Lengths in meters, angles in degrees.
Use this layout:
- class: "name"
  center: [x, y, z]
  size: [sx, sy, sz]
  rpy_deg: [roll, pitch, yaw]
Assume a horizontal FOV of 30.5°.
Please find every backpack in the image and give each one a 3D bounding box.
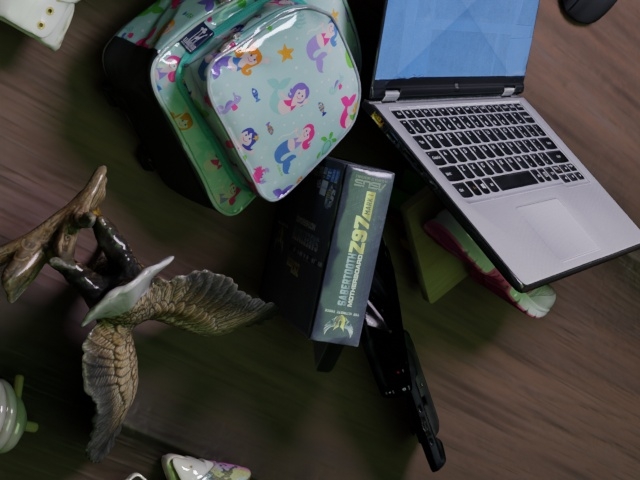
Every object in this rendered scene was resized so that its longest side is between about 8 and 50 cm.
- class: "backpack"
  center: [-0.069, -0.177, 1.224]
  size: [0.253, 0.191, 0.225]
  rpy_deg: [-47, 134, -25]

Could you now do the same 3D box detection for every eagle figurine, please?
- class: "eagle figurine"
  center: [-0.188, 0.076, 1.192]
  size: [0.298, 0.226, 0.225]
  rpy_deg: [59, 31, -33]

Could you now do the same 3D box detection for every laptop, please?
- class: "laptop"
  center: [0.245, -0.193, 1.310]
  size: [0.236, 0.408, 0.382]
  rpy_deg: [-48, 161, 30]

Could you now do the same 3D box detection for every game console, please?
- class: "game console"
  center: [0.093, 0.145, 1.403]
  size: [0.044, 0.213, 0.361]
  rpy_deg: [-15, 126, 8]

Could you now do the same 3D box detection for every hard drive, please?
- class: "hard drive"
  center: [0.011, 0.070, 1.342]
  size: [0.022, 0.135, 0.094]
  rpy_deg: [9, 134, -16]

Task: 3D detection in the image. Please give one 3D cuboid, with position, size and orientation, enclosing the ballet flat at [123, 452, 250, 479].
- class: "ballet flat"
  center: [-0.182, 0.291, 1.330]
  size: [0.221, 0.077, 0.079]
  rpy_deg: [-26, 95, -25]

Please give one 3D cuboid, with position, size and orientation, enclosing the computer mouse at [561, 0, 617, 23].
- class: "computer mouse"
  center: [0.349, -0.419, 1.508]
  size: [0.184, 0.060, 0.262]
  rpy_deg: [11, 95, -35]

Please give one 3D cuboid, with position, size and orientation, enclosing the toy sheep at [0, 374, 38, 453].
- class: "toy sheep"
  center: [-0.340, 0.175, 1.188]
  size: [0.132, 0.091, 0.091]
  rpy_deg: [20, 90, -40]

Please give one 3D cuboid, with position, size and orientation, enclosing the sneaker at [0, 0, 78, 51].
- class: "sneaker"
  center: [-0.223, -0.264, 1.144]
  size: [0.293, 0.108, 0.169]
  rpy_deg: [7, 100, -19]

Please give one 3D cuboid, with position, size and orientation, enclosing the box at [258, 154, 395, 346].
- class: "box"
  center: [0.000, 0.000, 1.273]
  size: [0.059, 0.233, 0.183]
  rpy_deg: [10, 96, -17]

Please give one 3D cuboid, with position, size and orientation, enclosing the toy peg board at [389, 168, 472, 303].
- class: "toy peg board"
  center: [0.156, -0.037, 1.476]
  size: [0.161, 0.079, 0.160]
  rpy_deg: [-36, 134, -20]

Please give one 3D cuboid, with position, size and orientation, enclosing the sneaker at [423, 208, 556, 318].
- class: "sneaker"
  center: [0.234, 0.008, 1.440]
  size: [0.111, 0.103, 0.252]
  rpy_deg: [-52, 138, -3]
